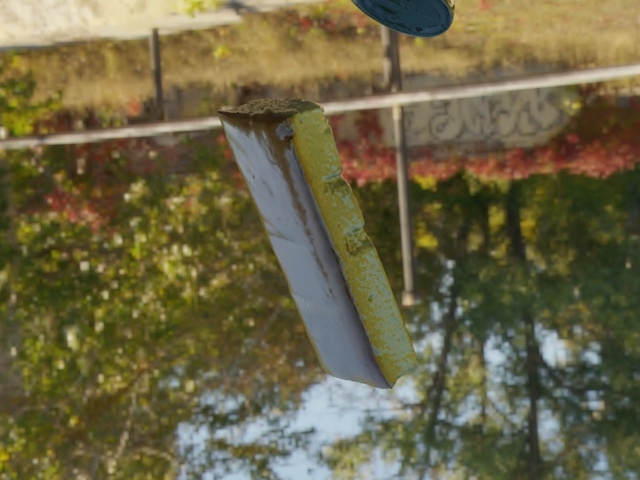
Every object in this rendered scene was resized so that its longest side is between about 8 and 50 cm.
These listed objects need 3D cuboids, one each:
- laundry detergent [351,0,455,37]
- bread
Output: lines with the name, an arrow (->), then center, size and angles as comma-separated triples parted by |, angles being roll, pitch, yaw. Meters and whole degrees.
laundry detergent -> 0.075, -0.299, 1.157 | 0.137, 0.063, 0.211 | 19, -144, -22
bread -> 0.000, 0.001, 1.286 | 0.077, 0.361, 0.138 | -33, -157, -28
